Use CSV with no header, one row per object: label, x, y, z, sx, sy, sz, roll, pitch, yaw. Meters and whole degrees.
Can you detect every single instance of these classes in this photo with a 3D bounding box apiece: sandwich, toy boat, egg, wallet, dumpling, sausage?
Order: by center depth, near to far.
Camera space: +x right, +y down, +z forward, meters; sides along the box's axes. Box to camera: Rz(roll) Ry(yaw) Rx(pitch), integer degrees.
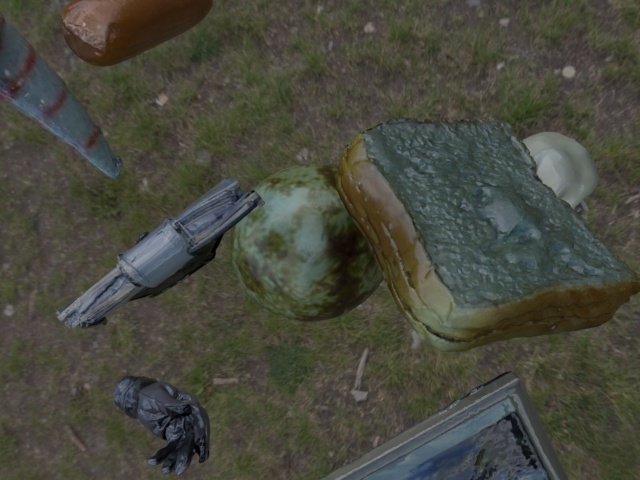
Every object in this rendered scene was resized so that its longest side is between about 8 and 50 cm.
wallet,-0.167,0.016,0.654,0.231,0.170,0.069,-40,99,-7
sandwich,0.176,-0.024,0.699,0.271,0.099,0.301,-4,51,-28
toy boat,-0.372,-0.194,0.786,0.096,0.282,0.206,-39,35,16
sausage,-0.266,-0.339,0.889,0.105,0.274,0.105,17,132,20
egg,0.000,0.000,0.920,0.238,0.289,0.238,11,107,42
dumpling,0.377,-0.096,0.974,0.132,0.250,0.162,-28,95,38

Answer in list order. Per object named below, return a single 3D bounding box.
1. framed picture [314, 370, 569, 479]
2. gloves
framed picture,0.102,0.292,0.610,0.315,0.024,0.232,-30,111,2
gloves,-0.279,0.314,1.070,0.285,0.119,0.142,29,130,49
